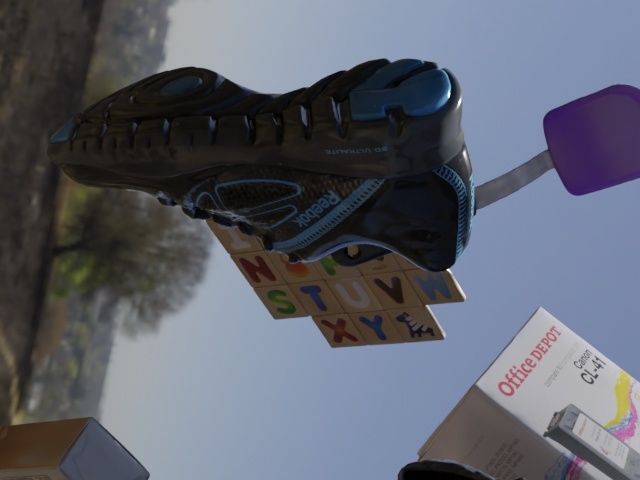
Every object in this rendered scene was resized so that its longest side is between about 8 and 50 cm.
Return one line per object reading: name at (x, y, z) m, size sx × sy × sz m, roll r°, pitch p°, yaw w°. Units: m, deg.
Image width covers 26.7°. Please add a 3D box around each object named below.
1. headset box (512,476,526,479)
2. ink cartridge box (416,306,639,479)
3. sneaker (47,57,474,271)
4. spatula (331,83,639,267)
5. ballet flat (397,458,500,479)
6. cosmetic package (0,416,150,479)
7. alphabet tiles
headset box at (0.131, 0.354, 1.156) m, size 0.293 × 0.218 × 0.110 m, roll -117°, pitch -171°, yaw -67°
ink cartridge box at (0.288, 0.242, 1.425) m, size 0.131 × 0.306 × 0.226 m, roll -57°, pitch 168°, yaw 32°
sneaker at (-0.052, -0.043, 0.960) m, size 0.125 × 0.340 × 0.140 m, roll -48°, pitch 132°, yaw -43°
spatula at (0.146, -0.045, 1.124) m, size 0.030 × 0.296 × 0.084 m, roll -126°, pitch -167°, yaw -76°
ballet flat at (0.118, 0.171, 0.771) m, size 0.049 × 0.173 × 0.058 m, roll 33°, pitch 75°, yaw -55°
cosmetic package at (-0.166, 0.145, 0.836) m, size 0.115 × 0.060 × 0.041 m, roll -11°, pitch -143°, yaw 43°
alphabet tiles at (0.000, 0.000, 1.554) m, size 0.285 × 0.343 × 0.011 m, roll -7°, pitch -142°, yaw 38°
